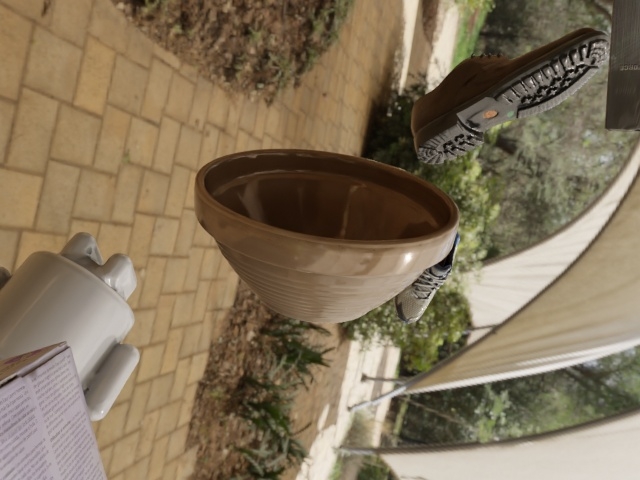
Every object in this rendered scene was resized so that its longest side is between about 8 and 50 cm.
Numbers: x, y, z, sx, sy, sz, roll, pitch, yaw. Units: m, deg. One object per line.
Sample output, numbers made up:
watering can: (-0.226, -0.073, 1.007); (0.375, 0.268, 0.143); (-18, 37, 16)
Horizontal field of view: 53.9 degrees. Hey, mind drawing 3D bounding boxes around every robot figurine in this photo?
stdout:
robot figurine: (-0.435, 0.158, 0.986); (0.353, 0.300, 0.200); (-57, 170, -27)

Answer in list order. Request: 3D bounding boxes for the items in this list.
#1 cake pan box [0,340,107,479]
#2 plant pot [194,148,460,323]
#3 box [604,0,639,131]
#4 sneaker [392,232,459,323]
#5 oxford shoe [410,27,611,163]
cake pan box: (-0.202, 0.214, 0.409); (0.267, 0.070, 0.246); (-107, -175, -84)
plant pot: (0.000, 0.000, 0.587); (0.237, 0.237, 0.110); (-51, 153, -62)
box: (0.235, -0.182, 0.437); (0.231, 0.056, 0.183); (-34, 123, -60)
sneaker: (0.132, 0.039, 0.781); (0.135, 0.052, 0.058); (-66, -169, -6)
oxford shoe: (0.195, -0.177, 0.689); (0.083, 0.227, 0.096); (30, 44, -51)
